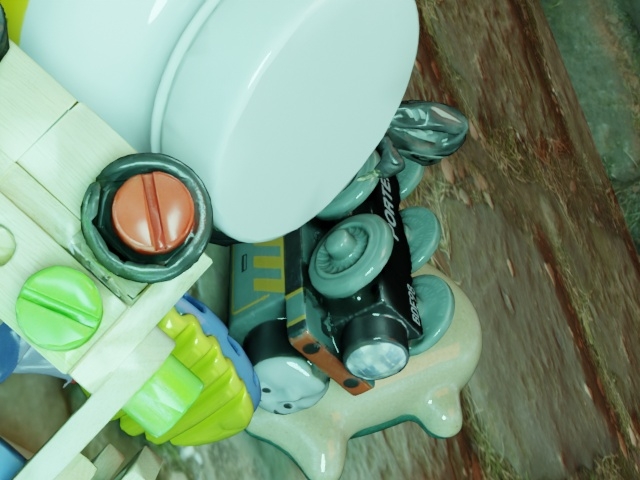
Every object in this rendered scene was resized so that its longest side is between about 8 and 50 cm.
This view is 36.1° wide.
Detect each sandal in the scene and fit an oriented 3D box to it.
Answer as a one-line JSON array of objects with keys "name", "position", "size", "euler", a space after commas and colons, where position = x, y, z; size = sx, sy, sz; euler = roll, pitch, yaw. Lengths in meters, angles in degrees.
[{"name": "sandal", "position": [-0.150, 0.024, 0.720], "size": [0.317, 0.126, 0.138], "euler": [52, 28, -25]}]

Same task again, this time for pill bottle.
[{"name": "pill bottle", "position": [-0.121, -0.146, 0.515], "size": [0.334, 0.188, 0.188], "euler": [36, 21, 23]}]

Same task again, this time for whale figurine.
[{"name": "whale figurine", "position": [0.036, 0.130, 0.945], "size": [0.216, 0.141, 0.272], "euler": [34, 49, 13]}]

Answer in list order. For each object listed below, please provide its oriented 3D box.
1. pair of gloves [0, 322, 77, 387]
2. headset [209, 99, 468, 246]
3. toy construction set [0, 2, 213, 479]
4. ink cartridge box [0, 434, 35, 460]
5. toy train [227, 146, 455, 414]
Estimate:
[{"name": "pair of gloves", "position": [-0.212, 0.013, 0.595], "size": [0.159, 0.023, 0.198], "euler": [8, 94, -20]}, {"name": "headset", "position": [-0.032, -0.105, 0.763], "size": [0.185, 0.394, 0.243], "euler": [13, 93, -14]}, {"name": "toy construction set", "position": [-0.169, 0.017, 0.374], "size": [0.327, 0.151, 0.215], "euler": [46, 76, -19]}, {"name": "ink cartridge box", "position": [-0.132, 0.221, 0.504], "size": [0.307, 0.072, 0.303], "euler": [39, 5, -34]}, {"name": "toy train", "position": [0.000, 0.000, 0.875], "size": [0.142, 0.190, 0.334], "euler": [42, 29, -37]}]
